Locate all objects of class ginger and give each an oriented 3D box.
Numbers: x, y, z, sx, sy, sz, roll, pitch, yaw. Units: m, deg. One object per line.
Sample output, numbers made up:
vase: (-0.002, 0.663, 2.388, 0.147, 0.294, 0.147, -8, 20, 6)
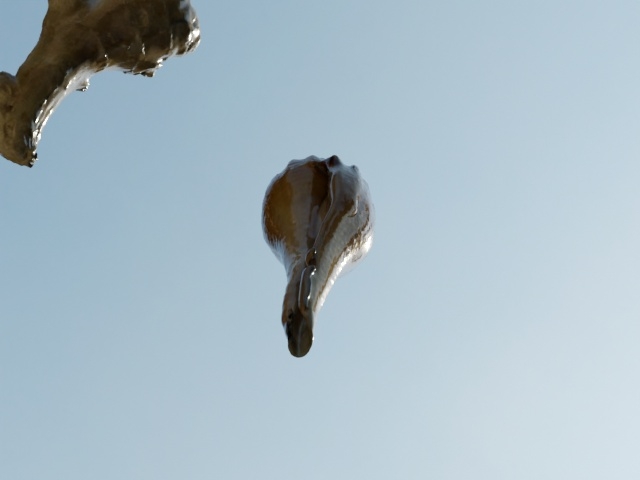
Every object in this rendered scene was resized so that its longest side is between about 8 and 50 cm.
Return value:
ginger: (-0.210, -0.210, 0.988, 0.081, 0.334, 0.148, 22, -28, 43)

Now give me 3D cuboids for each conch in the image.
conch: (0.003, 0.004, 0.840, 0.109, 0.330, 0.093, -32, -62, 15)
